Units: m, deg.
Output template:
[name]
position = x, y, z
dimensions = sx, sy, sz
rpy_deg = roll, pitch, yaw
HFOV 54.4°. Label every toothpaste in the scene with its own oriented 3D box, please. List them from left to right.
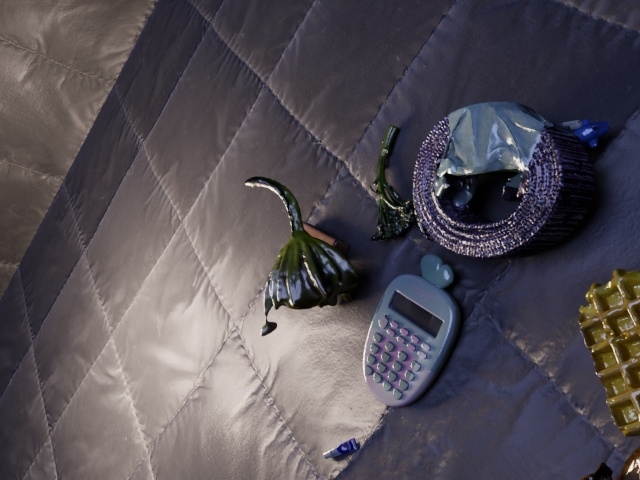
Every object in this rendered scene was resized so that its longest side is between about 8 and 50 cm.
[toothpaste]
position = 0.040, 0.417, 1.245
dimensions = 0.083, 0.015, 0.024
rpy_deg = -31, 63, 30

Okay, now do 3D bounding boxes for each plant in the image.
[plant]
position = -0.062, 0.007, 1.304
dimensions = 0.251, 0.180, 0.333
rpy_deg = -17, 94, 34

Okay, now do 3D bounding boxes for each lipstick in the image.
[lipstick]
position = 0.000, 0.000, 1.417
dimensions = 0.145, 0.045, 0.045
rpy_deg = 28, 99, 48

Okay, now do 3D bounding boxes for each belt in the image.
[belt]
position = 0.292, -0.098, 1.051
dimensions = 0.325, 0.122, 0.260
rpy_deg = 11, 98, 56

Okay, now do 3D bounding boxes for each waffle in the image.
[waffle]
position = 0.479, 0.128, 0.848
dimensions = 0.219, 0.057, 0.229
rpy_deg = -31, 54, 35

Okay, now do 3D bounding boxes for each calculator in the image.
[calculator]
position = 0.172, 0.170, 1.173
dimensions = 0.185, 0.041, 0.299
rpy_deg = 31, 101, 48

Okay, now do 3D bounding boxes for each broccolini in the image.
[broccolini]
position = 0.160, -0.131, 1.295
dimensions = 0.123, 0.062, 0.271
rpy_deg = -11, 65, 34

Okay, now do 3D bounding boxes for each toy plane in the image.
[toy plane]
position = 0.404, -0.151, 1.034
dimensions = 0.167, 0.062, 0.054
rpy_deg = -30, 66, 46

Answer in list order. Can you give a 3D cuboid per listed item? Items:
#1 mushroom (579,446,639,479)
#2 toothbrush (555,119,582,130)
[mushroom]
position = 0.438, 0.373, 0.729
dimensions = 0.278, 0.163, 0.297
rpy_deg = 30, 99, 39
[toothbrush]
position = 0.340, -0.187, 1.141
dimensions = 0.288, 0.024, 0.026
rpy_deg = -5, 58, 47
